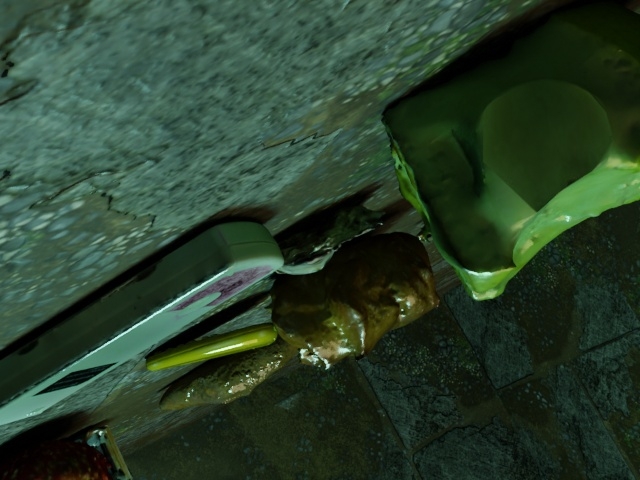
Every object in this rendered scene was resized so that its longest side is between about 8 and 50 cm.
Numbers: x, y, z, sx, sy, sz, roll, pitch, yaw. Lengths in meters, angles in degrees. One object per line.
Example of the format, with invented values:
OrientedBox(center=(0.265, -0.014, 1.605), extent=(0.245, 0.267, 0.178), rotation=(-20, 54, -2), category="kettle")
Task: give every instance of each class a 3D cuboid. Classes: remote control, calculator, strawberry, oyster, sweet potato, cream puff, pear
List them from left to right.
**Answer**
OrientedBox(center=(-0.440, 0.441, 1.584), extent=(0.292, 0.292, 0.343), rotation=(-18, 151, -50), category="strawberry")
OrientedBox(center=(-0.197, 0.085, 0.917), extent=(0.344, 0.050, 0.145), rotation=(-32, 171, 13), category="remote control")
OrientedBox(center=(-0.141, 0.152, 1.387), extent=(0.235, 0.032, 0.146), rotation=(-15, 173, 3), category="calculator")
OrientedBox(center=(-0.164, 0.259, 1.844), extent=(0.342, 0.092, 0.114), rotation=(-28, -172, -3), category="sweet potato")
OrientedBox(center=(0.002, 0.001, 1.059), extent=(0.166, 0.053, 0.108), rotation=(-32, -168, -30), category="oyster")
OrientedBox(center=(0.037, 0.076, 1.290), extent=(0.269, 0.154, 0.241), rotation=(-29, 179, -44), category="cream puff")
OrientedBox(center=(0.211, -0.082, 0.862), extent=(0.282, 0.176, 0.286), rotation=(-31, 172, 3), category="pear")

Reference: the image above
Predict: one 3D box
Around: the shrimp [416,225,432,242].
OrientedBox(center=(0.233, -0.052, 1.536), extent=(0.178, 0.034, 0.124), rotation=(-36, 176, 15), category="shrimp")

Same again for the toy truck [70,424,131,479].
OrientedBox(center=(-0.555, 0.489, 1.817), extent=(0.338, 0.132, 0.184), rotation=(-25, -177, -35), category="toy truck")
